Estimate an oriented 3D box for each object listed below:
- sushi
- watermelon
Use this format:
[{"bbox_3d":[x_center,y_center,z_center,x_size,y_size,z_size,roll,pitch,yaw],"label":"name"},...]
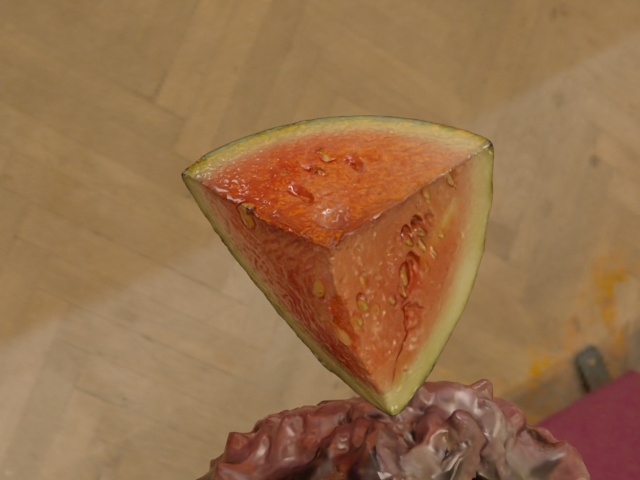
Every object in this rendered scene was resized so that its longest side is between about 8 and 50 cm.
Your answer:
[{"bbox_3d":[0.050,0.202,0.637,0.236,0.170,0.270,13,71,-36],"label":"sushi"},{"bbox_3d":[0.000,0.000,0.524,0.135,0.094,0.125,20,100,5],"label":"watermelon"}]
